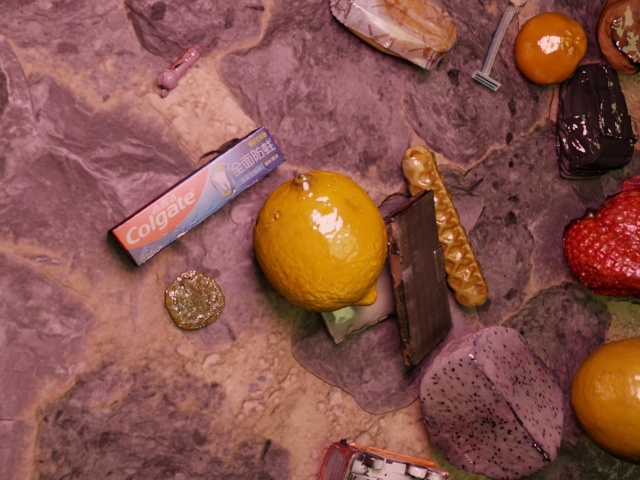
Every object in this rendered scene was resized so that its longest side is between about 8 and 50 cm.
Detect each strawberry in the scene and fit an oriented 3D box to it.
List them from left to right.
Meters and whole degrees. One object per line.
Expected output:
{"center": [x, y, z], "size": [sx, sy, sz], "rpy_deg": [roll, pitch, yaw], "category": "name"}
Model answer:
{"center": [0.693, 0.030, 1.372], "size": [0.250, 0.288, 0.238], "rpy_deg": [-47, 120, 4], "category": "strawberry"}

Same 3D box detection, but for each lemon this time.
{"center": [0.003, 0.008, 1.078], "size": [0.228, 0.228, 0.253], "rpy_deg": [-23, 93, -23], "category": "lemon"}
{"center": [0.711, 0.353, 1.380], "size": [0.297, 0.297, 0.297], "rpy_deg": [0, 91, -25], "category": "lemon"}

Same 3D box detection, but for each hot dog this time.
{"center": [0.147, -0.437, 1.223], "size": [0.270, 0.082, 0.162], "rpy_deg": [24, 72, -16], "category": "hot dog"}

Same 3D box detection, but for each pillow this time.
{"center": [0.097, 0.105, 1.224], "size": [0.229, 0.051, 0.128], "rpy_deg": [-21, 102, -25], "category": "pillow"}

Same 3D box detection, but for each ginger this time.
{"center": [0.733, -0.488, 1.427], "size": [0.269, 0.223, 0.200], "rpy_deg": [-16, 97, -3], "category": "ginger"}

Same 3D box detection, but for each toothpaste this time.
{"center": [-0.207, -0.080, 1.071], "size": [0.320, 0.066, 0.076], "rpy_deg": [-39, 106, -20], "category": "toothpaste"}

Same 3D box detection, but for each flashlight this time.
{"center": [-0.244, -0.298, 1.068], "size": [0.031, 0.052, 0.110], "rpy_deg": [30, 69, 14], "category": "flashlight"}

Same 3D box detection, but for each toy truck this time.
{"center": [0.130, 0.463, 1.206], "size": [0.270, 0.135, 0.114], "rpy_deg": [23, 79, -28], "category": "toy truck"}

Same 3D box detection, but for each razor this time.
{"center": [0.381, -0.422, 1.353], "size": [0.068, 0.037, 0.191], "rpy_deg": [24, 79, -19], "category": "razor"}

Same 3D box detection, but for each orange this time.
{"center": [0.504, -0.420, 1.357], "size": [0.159, 0.136, 0.159], "rpy_deg": [-1, 93, -22], "category": "orange"}

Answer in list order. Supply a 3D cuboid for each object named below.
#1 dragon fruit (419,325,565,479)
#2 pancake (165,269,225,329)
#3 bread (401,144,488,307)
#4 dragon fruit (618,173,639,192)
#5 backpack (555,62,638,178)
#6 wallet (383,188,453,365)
{"center": [0.341, 0.320, 1.271], "size": [0.283, 0.204, 0.221], "rpy_deg": [54, 41, 0], "category": "dragon fruit"}
{"center": [-0.220, 0.103, 1.093], "size": [0.108, 0.017, 0.108], "rpy_deg": [1, 87, -26], "category": "pancake"}
{"center": [0.258, -0.023, 1.281], "size": [0.077, 0.084, 0.367], "rpy_deg": [-20, 104, 17], "category": "bread"}
{"center": [0.864, -0.065, 1.532], "size": [0.134, 0.262, 0.211], "rpy_deg": [-57, 146, -49], "category": "dragon fruit"}
{"center": [0.632, -0.279, 1.433], "size": [0.206, 0.133, 0.258], "rpy_deg": [-3, 85, -28], "category": "backpack"}
{"center": [0.189, 0.073, 1.207], "size": [0.169, 0.044, 0.317], "rpy_deg": [-35, 122, -44], "category": "wallet"}
